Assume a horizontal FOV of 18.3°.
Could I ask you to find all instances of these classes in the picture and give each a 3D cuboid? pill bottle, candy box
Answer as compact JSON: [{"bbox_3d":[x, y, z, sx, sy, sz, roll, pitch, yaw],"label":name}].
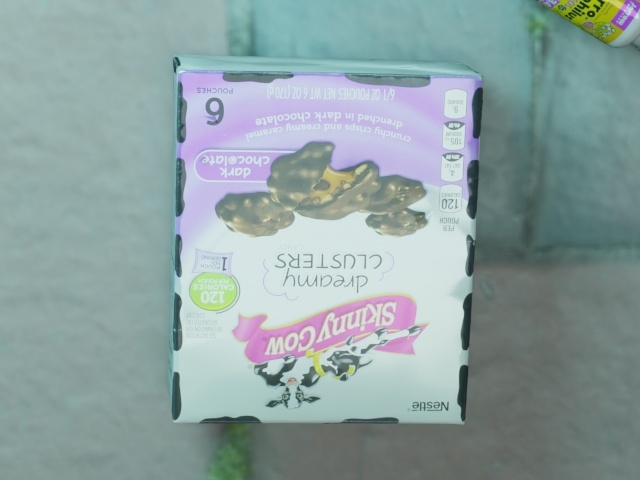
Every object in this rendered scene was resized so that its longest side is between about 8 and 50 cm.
[{"bbox_3d":[0.156,-0.134,1.093,0.083,0.043,0.043,29,98,-12],"label":"pill bottle"},{"bbox_3d":[0.000,0.000,1.092,0.165,0.070,0.196,0,102,-7],"label":"candy box"}]
